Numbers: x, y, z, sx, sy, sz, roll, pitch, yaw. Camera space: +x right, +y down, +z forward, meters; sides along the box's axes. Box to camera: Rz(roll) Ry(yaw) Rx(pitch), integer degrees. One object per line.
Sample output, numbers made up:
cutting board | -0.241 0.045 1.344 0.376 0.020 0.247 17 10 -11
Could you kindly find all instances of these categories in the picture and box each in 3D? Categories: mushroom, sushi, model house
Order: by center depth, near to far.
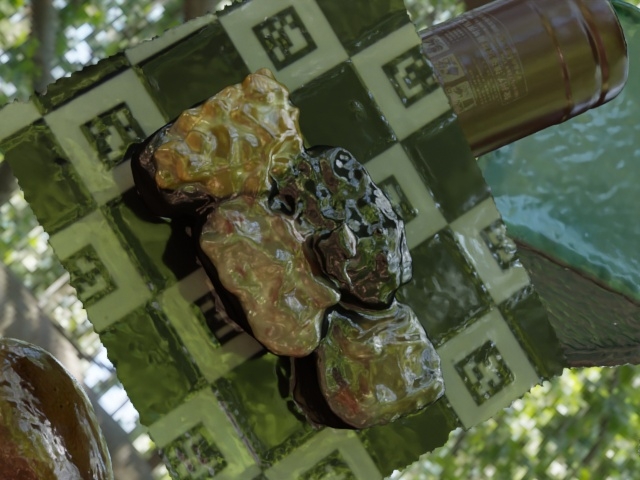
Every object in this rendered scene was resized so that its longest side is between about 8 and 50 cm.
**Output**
mushroom | -0.122 0.103 0.558 0.073 0.129 0.088 10 11 -26
sushi | 0.000 0.000 0.567 0.215 0.192 0.050 64 -20 -4
model house | 0.255 -0.039 1.326 0.230 0.280 0.249 28 -20 4

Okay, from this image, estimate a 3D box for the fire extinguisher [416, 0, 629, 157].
fire extinguisher | 0.038 -0.098 0.982 0.102 0.344 0.138 89 -25 -59
